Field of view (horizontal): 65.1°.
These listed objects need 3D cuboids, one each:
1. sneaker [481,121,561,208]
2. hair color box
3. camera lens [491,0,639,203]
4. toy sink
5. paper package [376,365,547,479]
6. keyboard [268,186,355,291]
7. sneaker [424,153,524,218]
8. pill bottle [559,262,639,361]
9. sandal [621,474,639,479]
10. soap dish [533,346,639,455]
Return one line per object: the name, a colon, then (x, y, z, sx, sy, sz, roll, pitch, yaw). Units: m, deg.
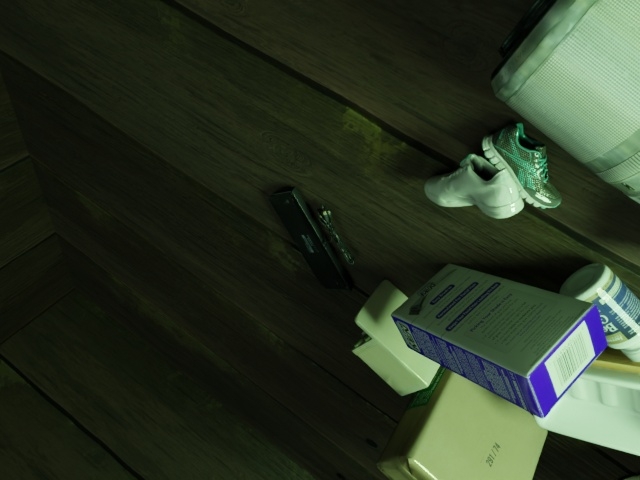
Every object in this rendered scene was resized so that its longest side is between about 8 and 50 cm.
sneaker: (0.342, -0.123, 0.817, 0.166, 0.065, 0.076, 44, 139, -4)
hair color box: (0.314, 0.166, 0.938, 0.339, 0.185, 0.110, 20, 143, 58)
camera lens: (0.364, -0.198, 0.590, 0.274, 0.219, 0.219, 40, 143, 4)
toy sink: (0.179, 0.241, 1.243, 0.234, 0.153, 0.131, 42, 144, 0)
paper package: (0.340, 0.496, 1.198, 0.309, 0.325, 0.168, 44, 144, -2)
keyboard: (0.000, 0.000, 1.273, 0.202, 0.033, 0.317, -2, 125, 51)
sneaker: (0.255, -0.107, 0.866, 0.212, 0.080, 0.094, 24, 143, 58)
pill bottle: (0.512, 0.128, 0.875, 0.169, 0.094, 0.094, 45, 143, -2)
sandal: (0.741, 0.684, 1.199, 0.169, 0.102, 0.416, 32, 141, 13)
soap dish: (0.557, 0.294, 0.976, 0.291, 0.118, 0.228, 2, 127, 41)
